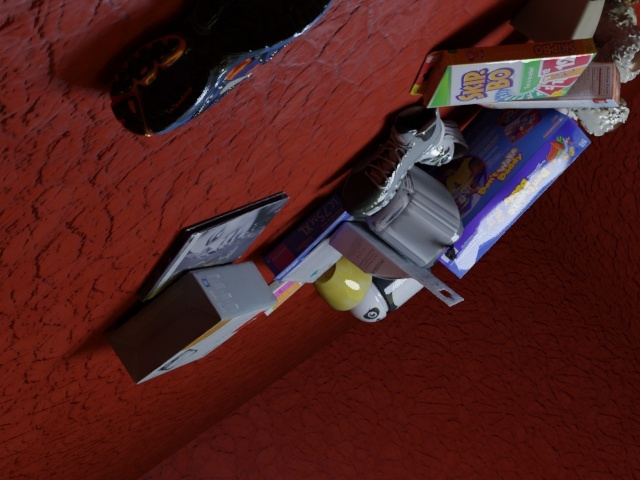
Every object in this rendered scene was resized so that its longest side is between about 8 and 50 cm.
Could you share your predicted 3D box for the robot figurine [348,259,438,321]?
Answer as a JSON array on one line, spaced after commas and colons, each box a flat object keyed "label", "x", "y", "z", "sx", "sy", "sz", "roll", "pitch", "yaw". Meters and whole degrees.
[{"label": "robot figurine", "x": 0.174, "y": 0.087, "z": 2.238, "sx": 0.278, "sy": 0.209, "sz": 0.173, "roll": -37, "pitch": -152, "yaw": -11}]

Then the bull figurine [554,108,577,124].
[{"label": "bull figurine", "x": 0.535, "y": -0.268, "z": 2.193, "sx": 0.188, "sy": 0.101, "sz": 0.310, "roll": -44, "pitch": 168, "yaw": 32}]

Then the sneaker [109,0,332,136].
[{"label": "sneaker", "x": -0.081, "y": -0.171, "z": 0.744, "sx": 0.221, "sy": 0.083, "sz": 0.087, "roll": -34, "pitch": -178, "yaw": 3}]

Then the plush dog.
[{"label": "plush dog", "x": 0.533, "y": -0.369, "z": 1.685, "sx": 0.225, "sy": 0.210, "sz": 0.262, "roll": -53, "pitch": 158, "yaw": -26}]

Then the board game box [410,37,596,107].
[{"label": "board game box", "x": 0.273, "y": -0.253, "z": 1.328, "sx": 0.259, "sy": 0.039, "sz": 0.124, "roll": -4, "pitch": 160, "yaw": -10}]

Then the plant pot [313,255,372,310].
[{"label": "plant pot", "x": 0.033, "y": 0.078, "z": 1.942, "sx": 0.134, "sy": 0.134, "sz": 0.095, "roll": -42, "pitch": 140, "yaw": 15}]

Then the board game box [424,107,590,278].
[{"label": "board game box", "x": 0.317, "y": -0.123, "z": 1.689, "sx": 0.347, "sy": 0.078, "sz": 0.233, "roll": -47, "pitch": -149, "yaw": 8}]

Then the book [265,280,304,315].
[{"label": "book", "x": -0.075, "y": 0.095, "z": 1.861, "sx": 0.144, "sy": 0.035, "sz": 0.096, "roll": -39, "pitch": 165, "yaw": -5}]

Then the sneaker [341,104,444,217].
[{"label": "sneaker", "x": 0.113, "y": -0.145, "z": 1.433, "sx": 0.229, "sy": 0.086, "sz": 0.132, "roll": -48, "pitch": 165, "yaw": -8}]

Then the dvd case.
[{"label": "dvd case", "x": -0.156, "y": 0.008, "z": 1.302, "sx": 0.221, "sy": 0.018, "sz": 0.164, "roll": -25, "pitch": 162, "yaw": -50}]

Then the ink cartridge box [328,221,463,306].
[{"label": "ink cartridge box", "x": 0.139, "y": 0.055, "z": 1.570, "sx": 0.066, "sy": 0.232, "sz": 0.189, "roll": -49, "pitch": 167, "yaw": 12}]

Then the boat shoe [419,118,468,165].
[{"label": "boat shoe", "x": 0.215, "y": -0.176, "z": 1.607, "sx": 0.226, "sy": 0.076, "sz": 0.083, "roll": -24, "pitch": 161, "yaw": -52}]

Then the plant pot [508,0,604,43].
[{"label": "plant pot", "x": 0.385, "y": -0.361, "z": 1.389, "sx": 0.109, "sy": 0.109, "sz": 0.096, "roll": -24, "pitch": 149, "yaw": -51}]

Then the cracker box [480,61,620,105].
[{"label": "cracker box", "x": 0.396, "y": -0.267, "z": 1.521, "sx": 0.232, "sy": 0.067, "sz": 0.155, "roll": 3, "pitch": -175, "yaw": 21}]

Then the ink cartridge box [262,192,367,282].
[{"label": "ink cartridge box", "x": 0.000, "y": 0.000, "z": 1.651, "sx": 0.186, "sy": 0.065, "sz": 0.311, "roll": -42, "pitch": 171, "yaw": 7}]

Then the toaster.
[{"label": "toaster", "x": 0.160, "y": -0.053, "z": 1.580, "sx": 0.129, "sy": 0.146, "sz": 0.227, "roll": -47, "pitch": -154, "yaw": 22}]

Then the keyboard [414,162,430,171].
[{"label": "keyboard", "x": 0.213, "y": -0.163, "z": 1.786, "sx": 0.108, "sy": 0.023, "sz": 0.180, "roll": -42, "pitch": 169, "yaw": 2}]

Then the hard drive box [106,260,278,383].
[{"label": "hard drive box", "x": -0.196, "y": 0.123, "z": 1.391, "sx": 0.181, "sy": 0.089, "sz": 0.232, "roll": -37, "pitch": 172, "yaw": 17}]
